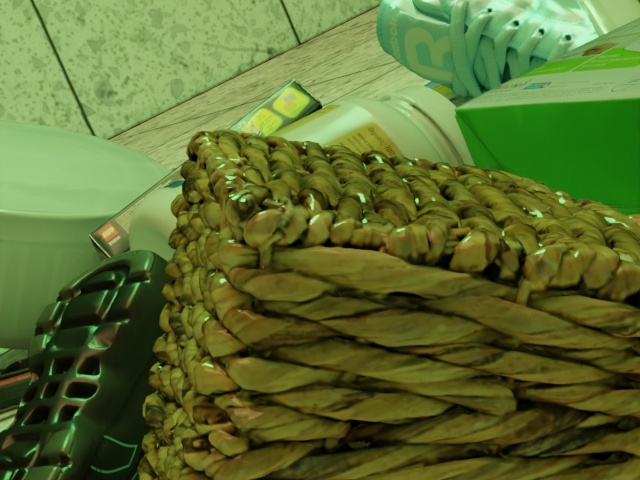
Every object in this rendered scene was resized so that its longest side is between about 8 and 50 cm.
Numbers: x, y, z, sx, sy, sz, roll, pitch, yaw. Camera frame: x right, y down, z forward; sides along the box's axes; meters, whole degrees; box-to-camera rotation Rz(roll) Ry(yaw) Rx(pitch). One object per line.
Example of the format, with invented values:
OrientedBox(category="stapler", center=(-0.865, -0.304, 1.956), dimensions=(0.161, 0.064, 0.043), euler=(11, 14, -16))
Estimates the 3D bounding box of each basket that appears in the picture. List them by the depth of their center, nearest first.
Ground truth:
OrientedBox(category="basket", center=(0.037, 0.086, 0.769), dimensions=(0.213, 0.223, 0.299), euler=(9, 6, -8))

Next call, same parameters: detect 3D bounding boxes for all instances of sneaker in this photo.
OrientedBox(category="sneaker", center=(-0.120, 0.124, 0.952), dimensions=(0.101, 0.106, 0.267), euler=(-10, 37, 38))
OrientedBox(category="sneaker", center=(0.124, -0.134, 1.338), dimensions=(0.150, 0.135, 0.366), euler=(-17, 34, -10))

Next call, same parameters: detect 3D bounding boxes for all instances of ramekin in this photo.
OrientedBox(category="ramekin", center=(-0.259, -0.006, 1.579), dimensions=(0.272, 0.127, 0.273), euler=(9, 16, -3))

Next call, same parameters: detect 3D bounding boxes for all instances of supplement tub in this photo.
OrientedBox(category="supplement tub", center=(0.000, 0.000, 1.157), dimensions=(0.199, 0.144, 0.144), euler=(-27, 10, -22))

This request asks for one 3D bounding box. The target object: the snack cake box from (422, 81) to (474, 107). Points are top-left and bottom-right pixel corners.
OrientedBox(category="snack cake box", center=(0.075, -0.057, 1.455), dimensions=(0.264, 0.089, 0.152), euler=(-29, 10, -29))

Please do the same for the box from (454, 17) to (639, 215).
OrientedBox(category="box", center=(0.236, -0.071, 1.038), dimensions=(0.231, 0.127, 0.262), euler=(-26, 10, -16))

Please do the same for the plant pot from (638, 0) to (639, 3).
OrientedBox(category="plant pot", center=(0.334, -0.229, 1.377), dimensions=(0.254, 0.254, 0.239), euler=(-29, 27, -28))

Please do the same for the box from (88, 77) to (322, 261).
OrientedBox(category="box", center=(-0.080, -0.027, 1.501), dimensions=(0.207, 0.036, 0.114), euler=(-39, -30, -13))

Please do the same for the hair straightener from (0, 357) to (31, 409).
OrientedBox(category="hair straightener", center=(-0.246, 0.105, 1.458), dimensions=(0.230, 0.047, 0.089), euler=(-22, 10, 10))
